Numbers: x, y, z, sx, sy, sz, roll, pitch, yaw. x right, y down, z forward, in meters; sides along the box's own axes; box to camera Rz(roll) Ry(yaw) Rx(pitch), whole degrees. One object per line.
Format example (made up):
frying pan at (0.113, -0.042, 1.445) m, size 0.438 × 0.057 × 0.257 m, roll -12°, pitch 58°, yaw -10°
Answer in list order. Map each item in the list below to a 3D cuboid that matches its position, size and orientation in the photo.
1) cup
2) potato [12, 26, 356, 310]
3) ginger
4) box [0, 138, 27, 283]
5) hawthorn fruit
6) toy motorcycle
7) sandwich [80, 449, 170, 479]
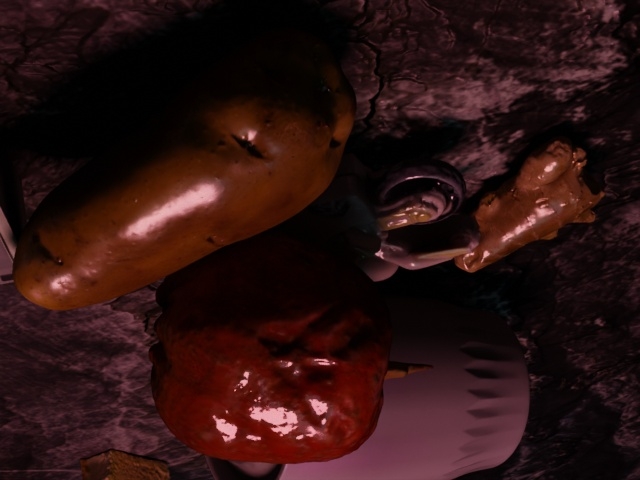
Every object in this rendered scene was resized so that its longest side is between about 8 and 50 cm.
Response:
cup at (0.047, 0.187, 2.133) m, size 0.372 × 0.253 × 0.253 m, roll 2°, pitch 149°, yaw -29°
potato at (-0.125, -0.053, 1.667) m, size 0.369 × 0.195 × 0.176 m, roll -33°, pitch 114°, yaw 8°
ginger at (0.239, -0.038, 1.987) m, size 0.115 × 0.081 × 0.205 m, roll -3°, pitch 147°, yaw -46°
box at (-0.409, -0.035, 1.667) m, size 0.225 × 0.117 × 0.225 m, roll -13°, pitch 152°, yaw -1°
hawthorn fruit at (-0.051, 0.112, 1.794) m, size 0.258 × 0.262 × 0.258 m, roll -49°, pitch 156°, yaw -32°
toy motorcycle at (0.000, 0.000, 1.917) m, size 0.341 × 0.107 × 0.223 m, roll -10°, pitch 143°, yaw 10°
sandwich at (-0.263, 0.385, 2.427) m, size 0.058 × 0.193 × 0.162 m, roll -33°, pitch 146°, yaw 28°
